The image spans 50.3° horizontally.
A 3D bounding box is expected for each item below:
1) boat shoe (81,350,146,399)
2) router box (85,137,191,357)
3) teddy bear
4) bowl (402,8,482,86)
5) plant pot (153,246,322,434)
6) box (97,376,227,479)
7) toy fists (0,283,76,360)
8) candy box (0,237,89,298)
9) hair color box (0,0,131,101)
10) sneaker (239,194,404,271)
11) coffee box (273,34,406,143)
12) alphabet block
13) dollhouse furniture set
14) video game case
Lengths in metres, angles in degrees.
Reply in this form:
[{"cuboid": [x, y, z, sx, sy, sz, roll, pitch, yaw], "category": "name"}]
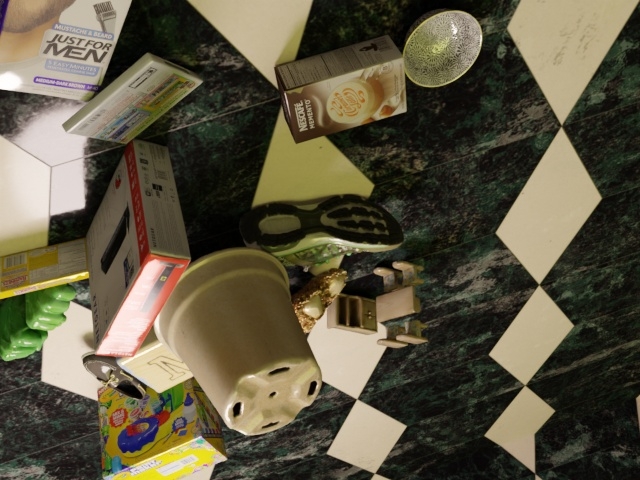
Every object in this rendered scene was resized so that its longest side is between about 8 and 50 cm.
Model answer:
[{"cuboid": [-0.544, 0.362, 1.820, 0.081, 0.069, 0.228, -28, 140, 17], "category": "boat shoe"}, {"cuboid": [-0.381, 0.014, 1.382, 0.082, 0.335, 0.301, 12, 129, -33], "category": "router box"}, {"cuboid": [-0.042, 0.167, 1.795, 0.245, 0.113, 0.338, -50, 178, -12], "category": "teddy bear"}, {"cuboid": [0.234, -0.406, 1.385, 0.170, 0.080, 0.170, -11, 138, -10], "category": "bowl"}, {"cuboid": [-0.160, 0.238, 1.488, 0.333, 0.305, 0.334, -18, 134, -20], "category": "plant pot"}, {"cuboid": [-0.450, 0.519, 1.928, 0.290, 0.279, 0.177, -24, 139, 2], "category": "box"}, {"cuboid": [-0.661, 0.171, 1.579, 0.279, 0.142, 0.096, -42, 134, 22], "category": "toy fists"}, {"cuboid": [-0.615, 0.061, 1.510, 0.205, 0.105, 0.027, -13, 143, -8], "category": "candy box"}, {"cuboid": [-0.412, -0.395, 1.089, 0.185, 0.110, 0.339, 0, 134, -41], "category": "hair color box"}, {"cuboid": [0.000, 0.000, 1.690, 0.410, 0.158, 0.182, -1, 145, -12], "category": "sneaker"}, {"cuboid": [0.043, -0.308, 1.395, 0.246, 0.098, 0.141, -18, 138, -4], "category": "coffee box"}, {"cuboid": [-0.385, 0.235, 1.725, 0.197, 0.192, 0.193, -27, 140, 8], "category": "alphabet block"}, {"cuboid": [0.154, 0.181, 1.877, 0.161, 0.212, 0.242, 17, 153, -37], "category": "dollhouse furniture set"}, {"cuboid": [-0.344, -0.258, 1.269, 0.212, 0.023, 0.193, -35, 172, 15], "category": "video game case"}]
